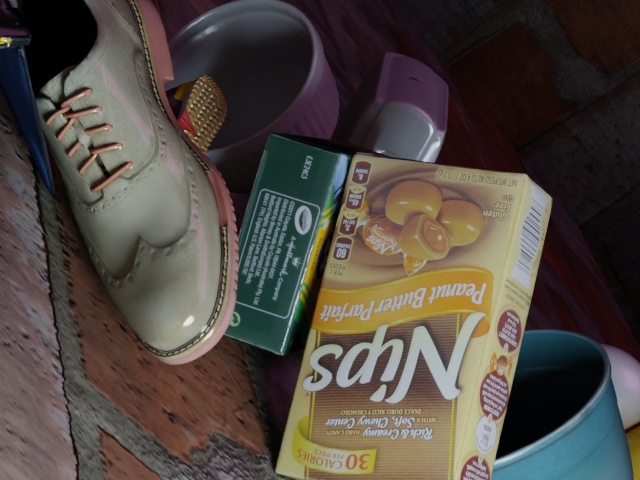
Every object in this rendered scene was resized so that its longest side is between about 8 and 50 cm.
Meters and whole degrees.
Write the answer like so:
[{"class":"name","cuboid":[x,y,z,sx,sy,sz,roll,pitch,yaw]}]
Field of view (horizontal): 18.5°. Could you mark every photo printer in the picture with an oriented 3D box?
[{"class":"photo printer","cuboid":[0.058,-0.085,2.331,0.107,0.256,0.307,27,17,-4]}]

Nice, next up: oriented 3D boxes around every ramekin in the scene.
[{"class":"ramekin","cuboid":[-0.078,-0.147,2.106,0.109,0.207,0.207,55,10,-48]}]

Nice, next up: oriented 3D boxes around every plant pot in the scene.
[{"class":"plant pot","cuboid":[0.208,0.271,2.050,0.271,0.271,0.255,-88,158,-68]}]

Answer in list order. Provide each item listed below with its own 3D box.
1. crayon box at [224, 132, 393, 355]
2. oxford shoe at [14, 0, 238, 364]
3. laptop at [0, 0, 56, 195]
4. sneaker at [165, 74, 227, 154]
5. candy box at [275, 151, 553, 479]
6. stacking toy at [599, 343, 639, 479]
[{"class":"crayon box","cuboid":[0.000,0.000,2.014,0.083,0.203,0.323,18,6,13]},{"class":"oxford shoe","cuboid":[-0.186,-0.074,1.680,0.146,0.140,0.397,28,33,-55]},{"class":"laptop","cuboid":[-0.399,-0.239,1.574,0.408,0.236,0.382,-7,60,-43]},{"class":"sneaker","cuboid":[-0.163,-0.094,1.977,0.069,0.084,0.185,57,38,-18]},{"class":"candy box","cuboid":[0.089,0.087,1.826,0.087,0.183,0.316,34,67,-59]},{"class":"stacking toy","cuboid":[0.441,0.338,2.400,0.480,0.350,0.350,62,14,8]}]
